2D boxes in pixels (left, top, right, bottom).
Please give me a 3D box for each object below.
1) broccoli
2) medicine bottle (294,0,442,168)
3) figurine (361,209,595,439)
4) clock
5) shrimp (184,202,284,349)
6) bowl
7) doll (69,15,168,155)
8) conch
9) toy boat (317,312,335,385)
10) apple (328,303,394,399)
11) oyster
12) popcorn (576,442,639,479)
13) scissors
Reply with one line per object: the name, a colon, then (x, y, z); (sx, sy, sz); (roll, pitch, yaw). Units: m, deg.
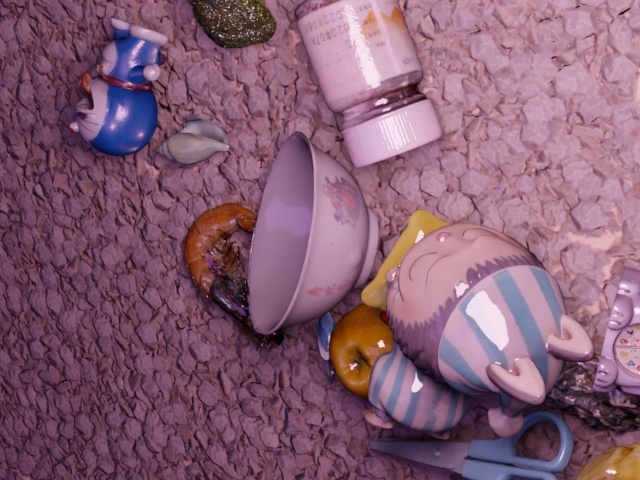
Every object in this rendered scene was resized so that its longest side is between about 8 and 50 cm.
broccoli: (-0.155, -0.395, 1.812); (0.162, 0.146, 0.138); (16, 75, 15)
medicine bottle: (0.078, -0.265, 1.674); (0.165, 0.165, 0.273); (-19, 94, 36)
figurine: (0.209, 0.172, 1.535); (0.266, 0.378, 0.361); (12, 103, -12)
clock: (0.529, 0.158, 1.511); (0.254, 0.189, 0.189); (18, 114, 21)
shrimp: (-0.139, 0.057, 1.986); (0.290, 0.054, 0.222); (50, 125, 15)
bowl: (0.000, 0.000, 1.781); (0.157, 0.345, 0.346); (10, 119, -17)
doll: (-0.370, -0.284, 1.972); (0.215, 0.161, 0.257); (31, 111, 54)
conch: (-0.240, -0.182, 1.983); (0.180, 0.088, 0.065); (-3, 146, 28)
toy boat: (0.009, 0.203, 1.910); (0.034, 0.105, 0.149); (2, 104, -1)
apple: (0.098, 0.187, 1.807); (0.182, 0.155, 0.182); (12, 113, 29)
oyster: (0.414, 0.222, 1.666); (0.252, 0.087, 0.199); (36, 127, 7)
popcorn: (0.507, 0.472, 1.590); (0.292, 0.293, 0.334); (99, 161, -64)
scissors: (0.228, 0.363, 1.780); (0.447, 0.029, 0.193); (-5, 58, 52)
